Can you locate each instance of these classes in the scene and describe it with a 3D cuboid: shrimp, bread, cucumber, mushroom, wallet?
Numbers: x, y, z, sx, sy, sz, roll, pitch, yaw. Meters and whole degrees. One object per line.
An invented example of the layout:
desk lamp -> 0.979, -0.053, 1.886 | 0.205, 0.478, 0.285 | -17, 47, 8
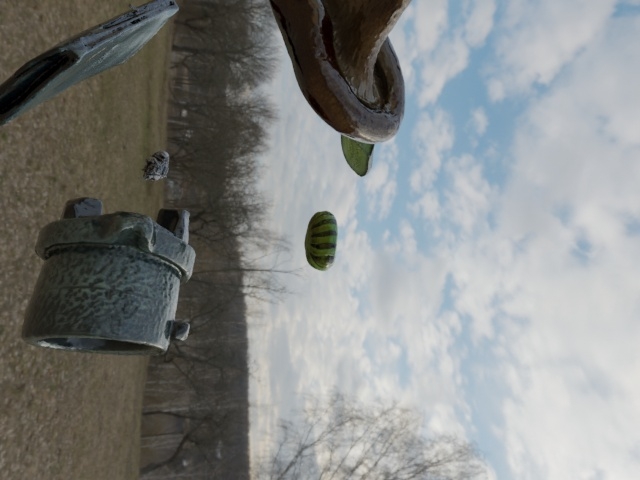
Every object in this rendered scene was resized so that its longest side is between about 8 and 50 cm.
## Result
shrimp -> -0.426, -0.187, 1.035 | 0.165, 0.056, 0.065 | -104, -157, -65
bread -> 0.000, 0.000, 0.916 | 0.130, 0.071, 0.139 | 136, -41, -72
cucumber -> 0.118, -0.265, 1.205 | 0.115, 0.063, 0.244 | 44, -7, 10
mushroom -> 0.060, -0.226, 0.378 | 0.217, 0.147, 0.227 | -24, -86, 49
wallet -> -0.364, -0.309, 0.655 | 0.046, 0.190, 0.379 | 52, 25, -29

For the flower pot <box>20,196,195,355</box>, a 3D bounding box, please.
flower pot -> -0.380, 0.060, 0.762 | 0.299, 0.298, 0.283 | 123, -29, -62
